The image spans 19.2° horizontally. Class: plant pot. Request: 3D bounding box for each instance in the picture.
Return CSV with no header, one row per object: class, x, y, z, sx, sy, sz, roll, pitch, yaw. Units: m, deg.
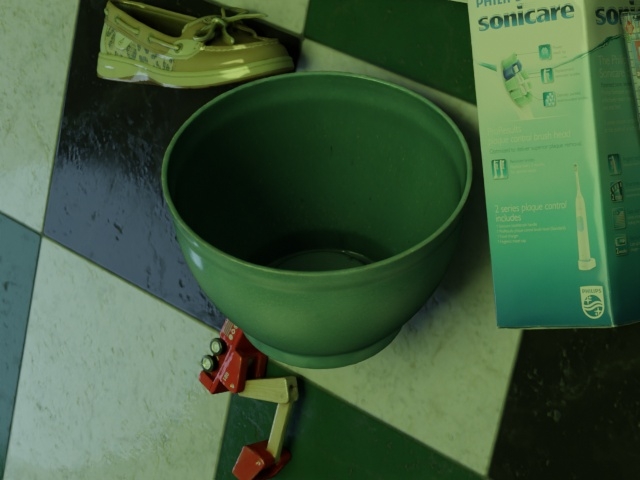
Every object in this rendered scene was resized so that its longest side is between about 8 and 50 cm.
plant pot,0.000,0.000,1.844,0.293,0.293,0.196,36,146,33

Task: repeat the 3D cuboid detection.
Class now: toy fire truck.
toy fire truck,-0.066,0.154,2.053,0.135,0.047,0.192,44,121,29

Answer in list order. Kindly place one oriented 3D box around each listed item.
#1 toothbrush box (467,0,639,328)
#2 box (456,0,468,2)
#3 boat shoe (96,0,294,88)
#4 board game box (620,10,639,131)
toothbrush box,0.247,-0.082,1.621,0.126,0.216,0.295,-2,95,42
box,0.071,-0.281,1.858,0.324,0.063,0.067,16,105,40
boat shoe,-0.144,-0.213,2.036,0.285,0.104,0.089,7,103,42
board game box,0.338,-0.088,1.554,0.060,0.194,0.194,7,96,61
